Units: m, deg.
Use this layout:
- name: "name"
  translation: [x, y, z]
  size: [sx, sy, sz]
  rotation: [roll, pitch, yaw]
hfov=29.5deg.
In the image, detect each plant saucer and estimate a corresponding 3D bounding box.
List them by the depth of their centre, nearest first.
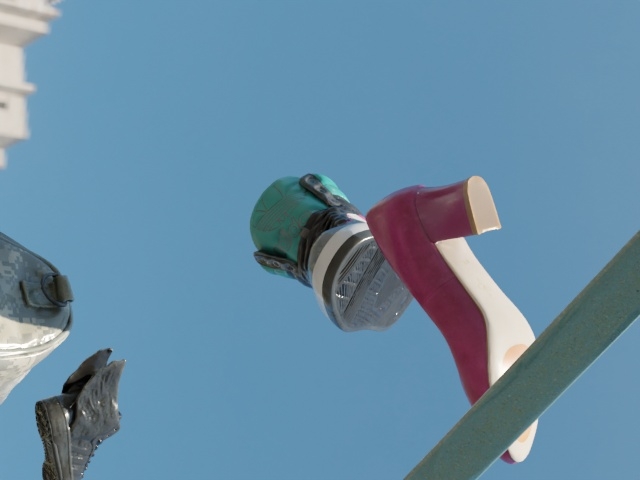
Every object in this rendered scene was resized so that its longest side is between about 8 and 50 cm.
- name: "plant saucer"
  translation: [0.069, 0.035, 0.356]
  size: [0.018, 0.067, 0.192]
  rotation: [44, -59, 13]

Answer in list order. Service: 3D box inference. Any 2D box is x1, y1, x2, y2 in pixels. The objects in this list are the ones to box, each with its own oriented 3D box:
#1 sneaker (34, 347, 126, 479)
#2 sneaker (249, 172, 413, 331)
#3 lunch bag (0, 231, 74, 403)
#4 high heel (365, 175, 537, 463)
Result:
- name: "sneaker"
  translation: [-0.235, 0.194, 1.220]
  size: [0.051, 0.089, 0.170]
  rotation: [35, -45, 44]
- name: "sneaker"
  translation: [0.000, 0.000, 1.259]
  size: [0.178, 0.295, 0.124]
  rotation: [34, -91, 17]
- name: "lunch bag"
  translation: [-0.410, 0.112, 1.153]
  size: [0.305, 0.256, 0.213]
  rotation: [-43, -132, 29]
- name: "high heel"
  translation: [0.108, 0.071, 1.031]
  size: [0.117, 0.082, 0.244]
  rotation: [-16, -91, 40]
